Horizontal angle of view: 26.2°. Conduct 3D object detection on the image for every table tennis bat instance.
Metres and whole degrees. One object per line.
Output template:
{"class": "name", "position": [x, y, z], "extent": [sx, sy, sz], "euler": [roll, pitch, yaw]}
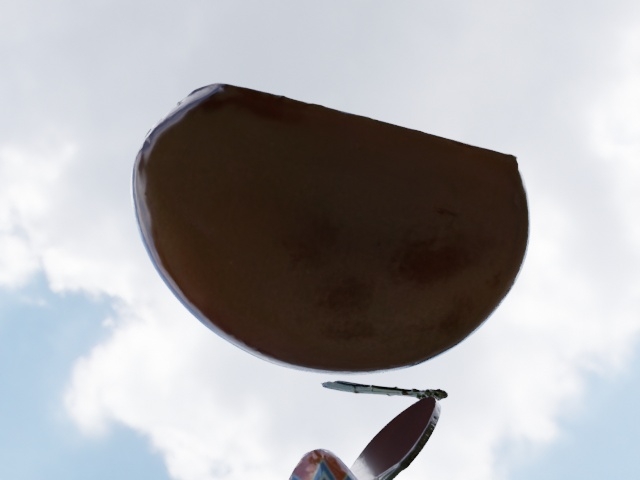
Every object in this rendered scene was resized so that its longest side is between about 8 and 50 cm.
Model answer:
{"class": "table tennis bat", "position": [0.042, 0.164, 0.968], "extent": [0.014, 0.158, 0.095], "euler": [46, -56, -7]}

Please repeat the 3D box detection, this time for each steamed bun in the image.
{"class": "steamed bun", "position": [0.000, 0.000, 1.325], "extent": [0.379, 0.235, 0.248], "euler": [13, -87, -4]}

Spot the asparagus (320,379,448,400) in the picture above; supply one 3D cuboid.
{"class": "asparagus", "position": [0.060, 0.147, 1.358], "extent": [0.013, 0.166, 0.016], "euler": [55, -125, -31]}

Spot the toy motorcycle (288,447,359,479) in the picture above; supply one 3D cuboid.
{"class": "toy motorcycle", "position": [0.007, 0.184, 0.479], "extent": [0.076, 0.205, 0.114], "euler": [2, -40, -19]}
